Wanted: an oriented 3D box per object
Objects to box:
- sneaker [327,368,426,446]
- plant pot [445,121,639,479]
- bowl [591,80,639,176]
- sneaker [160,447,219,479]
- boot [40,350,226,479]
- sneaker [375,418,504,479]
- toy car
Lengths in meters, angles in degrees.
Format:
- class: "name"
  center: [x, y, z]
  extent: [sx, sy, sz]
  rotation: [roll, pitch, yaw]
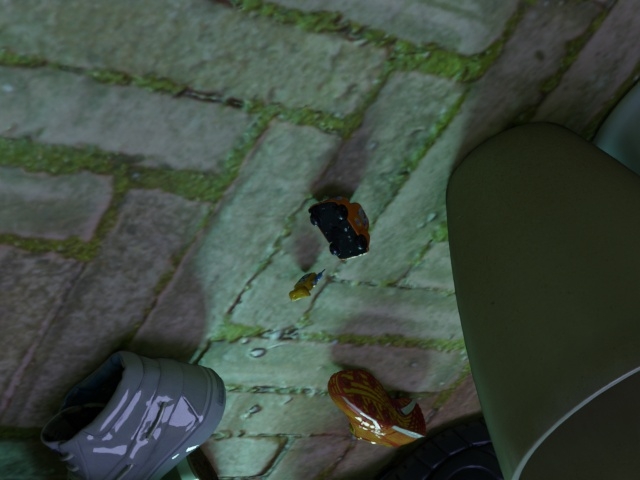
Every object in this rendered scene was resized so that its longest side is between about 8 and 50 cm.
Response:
- class: "sneaker"
  center: [0.050, 0.185, 1.274]
  extent: [0.067, 0.064, 0.175]
  rotation: [-25, 144, 19]
- class: "plant pot"
  center: [0.214, 0.043, 0.996]
  extent: [0.257, 0.274, 0.256]
  rotation: [-16, 144, -12]
- class: "bowl"
  center: [0.397, -0.060, 1.095]
  extent: [0.298, 0.134, 0.298]
  rotation: [-16, 145, -12]
- class: "sneaker"
  center: [-0.152, 0.265, 1.263]
  extent: [0.086, 0.064, 0.192]
  rotation: [-16, 145, 0]
- class: "boot"
  center: [-0.209, 0.193, 1.121]
  extent: [0.123, 0.095, 0.258]
  rotation: [24, 118, -37]
- class: "sneaker"
  center: [0.118, 0.310, 1.461]
  extent: [0.341, 0.125, 0.139]
  rotation: [-25, 173, -4]
- class: "toy car"
  center: [0.000, 0.000, 1.038]
  extent: [0.122, 0.060, 0.040]
  rotation: [-38, -169, 46]
